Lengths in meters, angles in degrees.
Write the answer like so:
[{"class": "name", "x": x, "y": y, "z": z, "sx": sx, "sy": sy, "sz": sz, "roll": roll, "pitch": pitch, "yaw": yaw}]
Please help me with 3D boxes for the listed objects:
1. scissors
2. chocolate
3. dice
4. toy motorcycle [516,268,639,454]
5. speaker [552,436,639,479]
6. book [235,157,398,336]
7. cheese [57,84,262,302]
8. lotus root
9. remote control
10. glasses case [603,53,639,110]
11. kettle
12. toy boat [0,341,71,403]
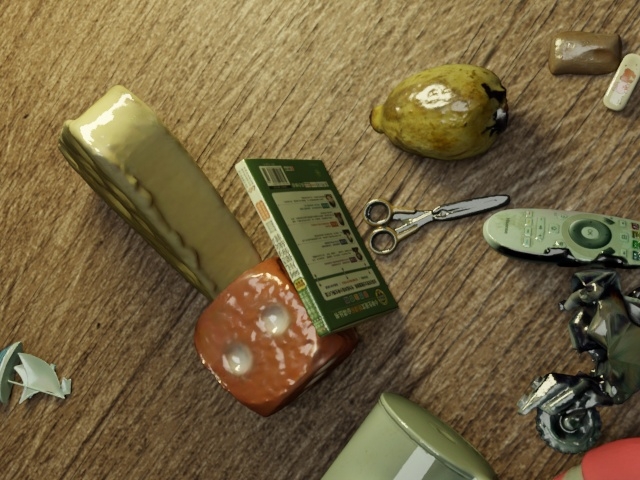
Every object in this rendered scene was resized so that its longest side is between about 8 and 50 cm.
[{"class": "scissors", "x": 0.172, "y": -0.038, "z": 1.171, "sx": 0.220, "sy": 0.017, "sz": 0.088, "roll": -12, "pitch": 82, "yaw": 15}, {"class": "chocolate", "x": 0.378, "y": -0.268, "z": 1.121, "sx": 0.101, "sy": 0.031, "sz": 0.064, "roll": 7, "pitch": 92, "yaw": 15}, {"class": "dice", "x": -0.066, "y": 0.140, "z": 1.145, "sx": 0.179, "sy": 0.174, "sz": 0.175, "roll": -41, "pitch": 77, "yaw": 9}, {"class": "toy motorcycle", "x": 0.360, "y": 0.145, "z": 1.049, "sx": 0.159, "sy": 0.106, "sz": 0.270, "roll": 41, "pitch": 83, "yaw": 11}, {"class": "speaker", "x": 0.394, "y": 0.390, "z": 0.943, "sx": 0.295, "sy": 0.294, "sz": 0.294, "roll": -1, "pitch": 85, "yaw": 16}, {"class": "book", "x": 0.000, "y": 0.000, "z": 1.124, "sx": 0.027, "sy": 0.202, "sz": 0.264, "roll": -34, "pitch": 77, "yaw": 29}, {"class": "cheese", "x": -0.253, "y": -0.093, "z": 1.124, "sx": 0.384, "sy": 0.384, "sz": 0.104, "roll": 42, "pitch": 76, "yaw": 15}, {"class": "lotus root", "x": 0.167, "y": -0.181, "z": 1.133, "sx": 0.214, "sy": 0.138, "sz": 0.138, "roll": -5, "pitch": 84, "yaw": 27}, {"class": "remote control", "x": 0.355, "y": 0.002, "z": 1.088, "sx": 0.256, "sy": 0.045, "sz": 0.097, "roll": 7, "pitch": 49, "yaw": 16}, {"class": "glasses case", "x": 0.427, "y": -0.222, "z": 1.107, "sx": 0.032, "sy": 0.021, "sz": 0.083, "roll": 27, "pitch": 94, "yaw": 15}, {"class": "kettle", "x": 0.081, "y": 0.394, "z": 1.043, "sx": 0.205, "sy": 0.265, "sz": 0.318, "roll": 35, "pitch": 93, "yaw": -9}, {"class": "toy boat", "x": -0.498, "y": 0.223, "z": 1.337, "sx": 0.150, "sy": 0.034, "sz": 0.105, "roll": -9, "pitch": 85, "yaw": 16}]
